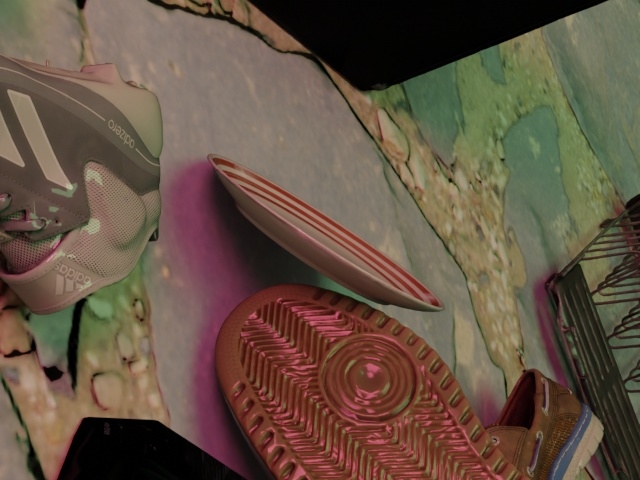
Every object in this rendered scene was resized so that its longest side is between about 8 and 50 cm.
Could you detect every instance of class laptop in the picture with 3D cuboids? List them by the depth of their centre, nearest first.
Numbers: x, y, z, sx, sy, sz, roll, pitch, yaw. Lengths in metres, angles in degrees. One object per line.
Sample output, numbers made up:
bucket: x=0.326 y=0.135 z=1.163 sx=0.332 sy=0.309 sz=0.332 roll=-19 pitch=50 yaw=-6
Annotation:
laptop: x=0.106 y=-0.193 z=0.780 sx=0.136 sy=0.234 sz=0.264 roll=62 pitch=35 yaw=-16

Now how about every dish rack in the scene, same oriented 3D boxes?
dish rack: x=0.270 y=0.075 z=1.038 sx=0.271 sy=0.074 sz=0.208 roll=-30 pitch=99 yaw=-57

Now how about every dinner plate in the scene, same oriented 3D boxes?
dinner plate: x=0.000 y=0.000 z=0.659 sx=0.141 sy=0.017 sz=0.141 roll=34 pitch=6 yaw=-4

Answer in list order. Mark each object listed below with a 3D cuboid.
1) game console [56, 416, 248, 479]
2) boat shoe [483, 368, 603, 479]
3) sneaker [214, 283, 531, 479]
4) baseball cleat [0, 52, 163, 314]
game console: x=-0.062 y=0.255 z=0.489 sx=0.213 sy=0.044 sz=0.361 roll=47 pitch=39 yaw=-30
boat shoe: x=0.107 y=0.144 z=0.781 sx=0.066 sy=0.066 sz=0.183 roll=48 pitch=38 yaw=-4
sneaker: x=0.057 y=0.148 z=0.645 sx=0.282 sy=0.153 sz=0.099 roll=39 pitch=67 yaw=16
baseball cleat: x=-0.129 y=-0.025 z=0.502 sx=0.206 sy=0.072 sz=0.109 roll=-1 pitch=82 yaw=-52
